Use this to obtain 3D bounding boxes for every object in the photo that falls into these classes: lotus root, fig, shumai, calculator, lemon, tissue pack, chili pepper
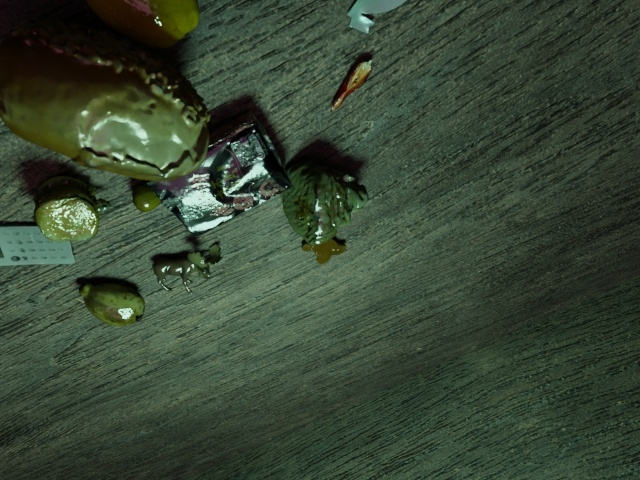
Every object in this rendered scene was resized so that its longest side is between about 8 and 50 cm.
[{"bbox_3d":[-0.676,0.202,1.438,0.214,0.138,0.138,29,120,-27],"label":"lotus root"},{"bbox_3d":[-0.469,-0.119,1.216,0.088,0.074,0.074,-26,140,-17],"label":"fig"},{"bbox_3d":[0.015,-0.126,1.340,0.218,0.189,0.255,-19,124,-28],"label":"shumai"},{"bbox_3d":[-0.845,0.012,1.247,0.262,0.021,0.161,-2,135,-19],"label":"calculator"},{"bbox_3d":[-0.336,-0.460,0.839,0.207,0.170,0.170,27,121,-39],"label":"lemon"},{"bbox_3d":[-0.270,-0.176,1.197,0.333,0.123,0.245,-27,132,3],"label":"tissue pack"},{"bbox_3d":[0.078,-0.401,1.156,0.045,0.027,0.178,21,124,-31],"label":"chili pepper"}]

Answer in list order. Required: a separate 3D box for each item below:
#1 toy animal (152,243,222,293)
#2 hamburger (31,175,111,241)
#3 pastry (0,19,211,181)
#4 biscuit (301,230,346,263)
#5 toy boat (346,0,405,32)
[{"bbox_3d":[-0.429,0.088,1.429,0.215,0.093,0.186,5,124,-14],"label":"toy animal"},{"bbox_3d":[-0.641,-0.087,1.147,0.185,0.131,0.159,-4,127,-26],"label":"hamburger"},{"bbox_3d":[-0.411,-0.269,0.881,0.410,0.410,0.244,18,97,-34],"label":"pastry"},{"bbox_3d":[0.000,-0.001,1.540,0.138,0.031,0.205,-32,137,13],"label":"biscuit"},{"bbox_3d":[0.165,-0.585,0.975,0.221,0.067,0.291,17,129,-34],"label":"toy boat"}]
